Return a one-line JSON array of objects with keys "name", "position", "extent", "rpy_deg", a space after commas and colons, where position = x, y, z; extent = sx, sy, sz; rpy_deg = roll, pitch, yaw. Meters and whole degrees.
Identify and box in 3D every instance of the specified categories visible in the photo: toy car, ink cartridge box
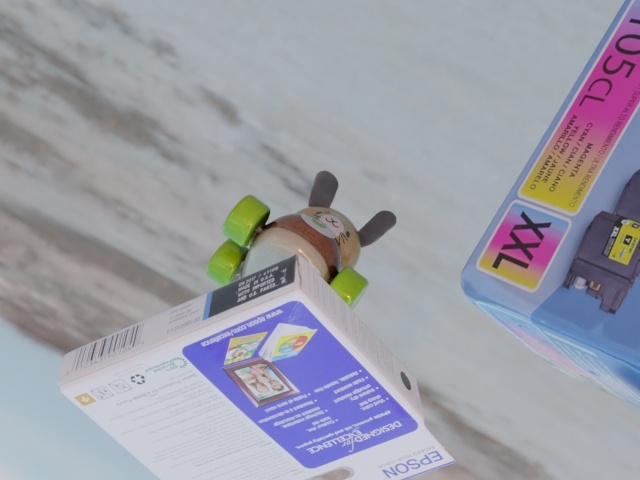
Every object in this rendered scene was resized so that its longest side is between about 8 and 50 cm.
[{"name": "toy car", "position": [0.000, 0.000, 1.655], "extent": [0.155, 0.188, 0.149], "rpy_deg": [36, 141, 9]}, {"name": "ink cartridge box", "position": [0.307, 0.001, 0.897], "extent": [0.151, 0.270, 0.395], "rpy_deg": [35, 174, -40]}, {"name": "ink cartridge box", "position": [-0.042, 0.119, 1.111], "extent": [0.206, 0.045, 0.208], "rpy_deg": [-23, 127, 24]}]
